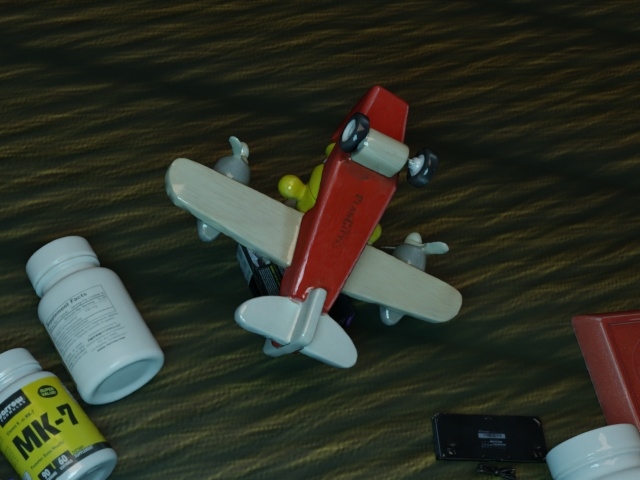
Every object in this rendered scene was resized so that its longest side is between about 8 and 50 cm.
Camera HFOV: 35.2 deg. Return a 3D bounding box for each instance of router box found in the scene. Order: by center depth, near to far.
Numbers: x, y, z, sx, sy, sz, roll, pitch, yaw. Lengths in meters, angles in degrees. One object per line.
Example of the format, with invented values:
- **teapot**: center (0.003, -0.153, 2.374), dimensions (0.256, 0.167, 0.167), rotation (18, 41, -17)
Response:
- **router box**: center (-0.042, 0.071, 1.618), dimensions (0.133, 0.046, 0.179), rotation (-15, 63, -21)

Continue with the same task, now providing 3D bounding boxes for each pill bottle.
- **pill bottle**: center (-0.384, 0.256, 1.384), dimensions (0.119, 0.119, 0.208), rotation (-34, 71, -28)
- **pill bottle**: center (0.443, 0.439, 1.416), dimensions (0.188, 0.188, 0.334), rotation (-8, 61, -17)
- **pill bottle**: center (-0.336, 0.112, 1.475), dimensions (0.131, 0.131, 0.229), rotation (-24, 66, -25)

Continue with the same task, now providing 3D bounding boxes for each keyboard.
- **keyboard**: center (0.263, 0.319, 1.550), dimensions (0.180, 0.023, 0.108), rotation (3, 52, -10)

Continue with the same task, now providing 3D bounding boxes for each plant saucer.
- **plant saucer**: center (0.575, 0.219, 1.667), dimensions (0.258, 0.047, 0.259), rotation (-4, 59, -15)

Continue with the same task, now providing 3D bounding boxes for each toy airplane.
- **toy airplane**: center (0.000, 0.000, 1.521), dimensions (0.384, 0.272, 0.386), rotation (-22, 103, -15)

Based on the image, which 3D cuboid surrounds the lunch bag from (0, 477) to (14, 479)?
- **lunch bag**: center (-0.506, 0.445, 1.246), dimensions (0.221, 0.138, 0.293), rotation (6, 67, -13)
